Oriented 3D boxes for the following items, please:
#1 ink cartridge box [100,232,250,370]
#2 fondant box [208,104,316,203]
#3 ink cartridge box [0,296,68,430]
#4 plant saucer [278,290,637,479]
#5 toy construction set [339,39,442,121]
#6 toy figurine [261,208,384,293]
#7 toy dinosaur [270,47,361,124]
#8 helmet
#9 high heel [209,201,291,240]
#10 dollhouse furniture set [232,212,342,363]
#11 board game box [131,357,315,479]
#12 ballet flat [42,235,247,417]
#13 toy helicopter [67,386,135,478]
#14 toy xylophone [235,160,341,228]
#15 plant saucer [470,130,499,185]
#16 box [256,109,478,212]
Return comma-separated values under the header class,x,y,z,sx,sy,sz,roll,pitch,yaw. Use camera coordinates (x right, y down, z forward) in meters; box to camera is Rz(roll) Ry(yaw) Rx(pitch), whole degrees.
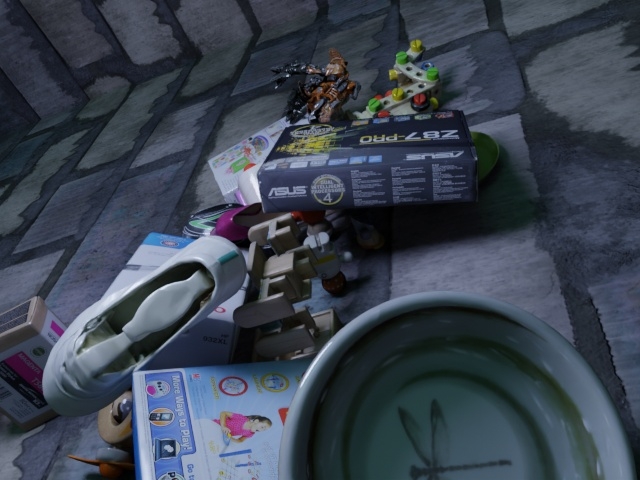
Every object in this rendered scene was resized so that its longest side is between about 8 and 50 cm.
class,x,y,z,sx,sy,sz,roll,pitch,yaw
ink cartridge box,-0.251,0.111,1.114,0.223,0.129,0.307,11,21,-4
fondant box,-0.121,-0.217,1.621,0.330,0.096,0.238,-29,34,-3
ink cartridge box,-0.581,0.252,1.211,0.193,0.234,0.088,-27,35,4
plant saucer,0.149,0.260,0.687,0.401,0.100,0.400,2,71,-7
toy construction set,0.175,-0.361,1.551,0.328,0.151,0.215,-34,59,4
toy figurine,0.000,0.000,1.223,0.210,0.148,0.213,12,48,36
toy dinosaur,0.005,-0.396,1.573,0.219,0.164,0.322,-3,25,18
helmet,-0.226,0.004,1.350,0.162,0.169,0.169,-19,31,-18
high heel,-0.111,-0.057,1.263,0.244,0.082,0.117,-16,-7,-32
dollhouse furniture set,-0.082,0.119,1.028,0.161,0.242,0.212,-18,35,15
board game box,-0.089,0.294,0.811,0.302,0.086,0.308,0,28,-20
ballet flat,-0.282,0.134,0.884,0.400,0.139,0.139,-38,33,8
toy helicopter,-0.302,0.315,1.014,0.355,0.140,0.235,13,69,55
toy xylophone,-0.042,-0.129,1.430,0.323,0.081,0.236,-20,68,0
plant saucer,0.272,-0.155,1.318,0.241,0.037,0.241,-19,35,13
box,0.099,-0.162,1.204,0.395,0.097,0.318,-3,28,10
